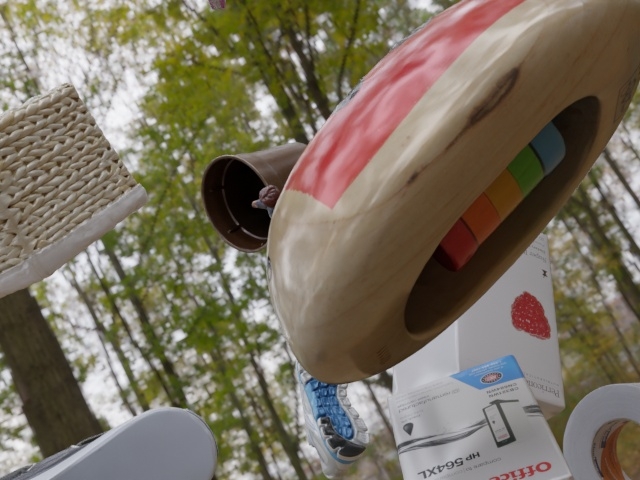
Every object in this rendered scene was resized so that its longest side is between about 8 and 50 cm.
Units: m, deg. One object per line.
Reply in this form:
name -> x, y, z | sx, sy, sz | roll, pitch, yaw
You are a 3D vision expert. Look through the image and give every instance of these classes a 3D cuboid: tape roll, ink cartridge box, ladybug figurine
tape roll -> 0.488, 0.330, 1.381 | 0.072, 0.219, 0.219 | 5, -36, -40
ink cartridge box -> 0.157, 0.217, 0.874 | 0.148, 0.085, 0.203 | -20, 23, 4
ladybug figurine -> 0.115, -0.073, 0.805 | 0.449, 0.162, 0.305 | -44, -26, -10

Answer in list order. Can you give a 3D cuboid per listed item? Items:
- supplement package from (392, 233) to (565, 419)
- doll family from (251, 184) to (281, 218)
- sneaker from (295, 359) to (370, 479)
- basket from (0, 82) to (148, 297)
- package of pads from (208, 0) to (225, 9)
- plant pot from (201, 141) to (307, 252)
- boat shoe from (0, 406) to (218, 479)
supplement package -> 0.222, 0.124, 1.302 | 0.178, 0.293, 0.175 | 19, -39, -19
doll family -> 0.000, 0.000, 0.993 | 0.076, 0.193, 0.111 | -70, -25, -17
sneaker -> 0.002, 0.206, 1.090 | 0.071, 0.190, 0.083 | 6, -52, -17
basket -> -0.554, -0.065, 1.569 | 0.328, 0.266, 0.331 | -21, 17, 31
package of pads -> -0.188, -0.465, 1.621 | 0.032, 0.083, 0.050 | -3, -30, 5
plant pot -> -0.083, -0.084, 1.498 | 0.165, 0.167, 0.167 | -28, -12, -46
boat shoe -> -0.165, 0.162, 0.495 | 0.228, 0.080, 0.076 | -30, -3, -27
